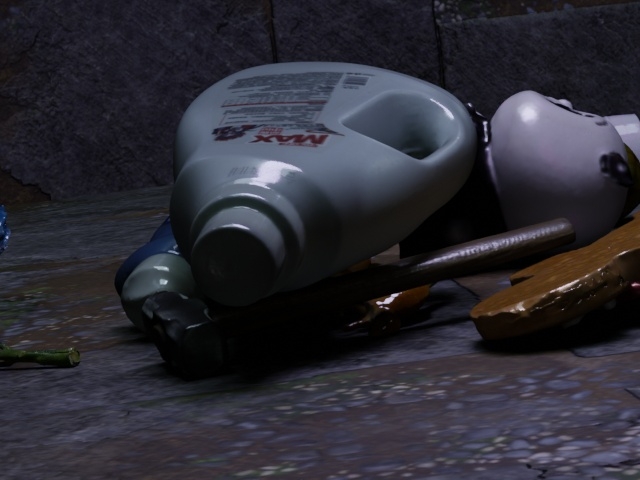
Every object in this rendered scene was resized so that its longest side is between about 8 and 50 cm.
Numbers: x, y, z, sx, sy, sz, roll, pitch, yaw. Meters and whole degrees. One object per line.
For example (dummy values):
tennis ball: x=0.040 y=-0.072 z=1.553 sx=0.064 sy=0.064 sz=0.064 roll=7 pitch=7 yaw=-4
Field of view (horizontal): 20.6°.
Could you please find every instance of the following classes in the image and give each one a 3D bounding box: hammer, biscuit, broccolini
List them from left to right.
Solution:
broccolini: x=-0.268 y=0.099 z=1.483 sx=0.140 sy=0.030 sz=0.035 roll=1 pitch=18 yaw=26
hammer: x=0.040 y=0.036 z=1.425 sx=0.365 sy=0.043 sz=0.111 roll=-14 pitch=15 yaw=-18
biscuit: x=0.250 y=0.018 z=1.388 sx=0.339 sy=0.047 sz=0.216 roll=-25 pitch=4 yaw=-43

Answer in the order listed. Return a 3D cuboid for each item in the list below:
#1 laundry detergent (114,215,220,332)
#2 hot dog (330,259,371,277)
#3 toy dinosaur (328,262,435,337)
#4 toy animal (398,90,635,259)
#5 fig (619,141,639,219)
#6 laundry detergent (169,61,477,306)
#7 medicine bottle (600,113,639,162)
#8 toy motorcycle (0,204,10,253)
laundry detergent: x=-0.114 y=0.007 z=1.648 sx=0.143 sy=0.094 sz=0.290 roll=-22 pitch=13 yaw=25
hot dog: x=0.000 y=0.000 z=1.837 sx=0.104 sy=0.076 sz=0.250 roll=-8 pitch=8 yaw=3
toy dinosaur: x=0.081 y=0.045 z=1.491 sx=0.162 sy=0.039 sz=0.126 roll=-17 pitch=16 yaw=-23
toy animal: x=0.189 y=-0.061 z=1.743 sx=0.235 sy=0.165 sz=0.187 roll=-9 pitch=-11 yaw=9
fig: x=0.320 y=-0.066 z=1.965 sx=0.154 sy=0.103 sz=0.109 roll=5 pitch=-25 yaw=-32
laundry detergent: x=-0.013 y=-0.045 z=1.443 sx=0.264 sy=0.125 sz=0.398 roll=2 pitch=19 yaw=9
medicine bottle: x=0.249 y=-0.085 z=2.170 sx=0.296 sy=0.111 sz=0.161 roll=-9 pitch=8 yaw=-3
toy motorcycle: x=-0.347 y=0.038 z=1.499 sx=0.239 sy=0.108 sz=0.204 roll=16 pitch=49 yaw=31
